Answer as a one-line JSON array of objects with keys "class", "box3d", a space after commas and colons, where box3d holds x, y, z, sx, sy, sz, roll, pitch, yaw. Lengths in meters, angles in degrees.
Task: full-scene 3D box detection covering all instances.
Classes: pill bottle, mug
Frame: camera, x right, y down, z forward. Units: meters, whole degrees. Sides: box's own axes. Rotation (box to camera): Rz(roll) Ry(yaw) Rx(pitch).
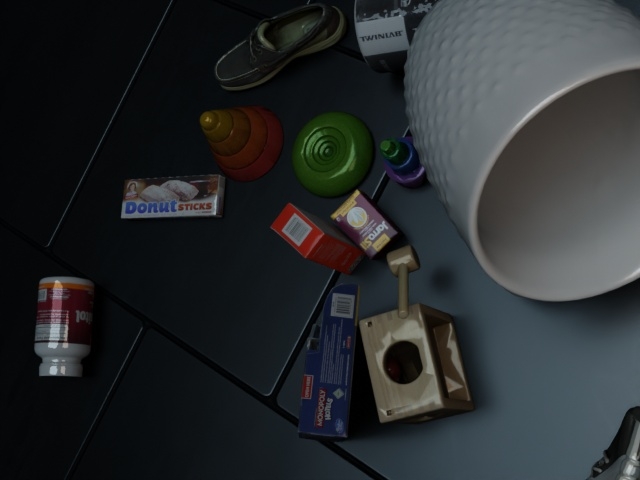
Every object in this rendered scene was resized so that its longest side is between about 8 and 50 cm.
[{"class": "pill bottle", "box3d": [-0.400, 0.136, 1.376, 0.086, 0.086, 0.152, -5, 78, 26]}, {"class": "mug", "box3d": [0.231, -0.105, 0.983, 0.276, 0.374, 0.328, -9, 39, -10]}, {"class": "pill bottle", "box3d": [0.179, -0.299, 1.156, 0.246, 0.130, 0.130, -3, 78, 26]}]

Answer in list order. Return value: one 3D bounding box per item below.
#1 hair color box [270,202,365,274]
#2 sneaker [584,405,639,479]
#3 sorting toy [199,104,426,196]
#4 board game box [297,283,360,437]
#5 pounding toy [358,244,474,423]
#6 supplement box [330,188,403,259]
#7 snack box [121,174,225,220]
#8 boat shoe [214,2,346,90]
[{"class": "hair color box", "box3d": [0.000, 0.000, 1.174, 0.072, 0.141, 0.043, 42, 99, 28]}, {"class": "sneaker", "box3d": [0.293, 0.286, 1.000, 0.132, 0.086, 0.228, 14, 86, 31]}, {"class": "sorting toy", "box3d": [-0.029, -0.139, 1.229, 0.366, 0.126, 0.127, 11, 84, 29]}, {"class": "board game box", "box3d": [0.007, 0.179, 1.121, 0.060, 0.194, 0.194, 7, 62, 0]}, {"class": "pounding toy", "box3d": [0.096, 0.115, 1.079, 0.094, 0.181, 0.206, -19, 71, 22]}, {"class": "supplement box", "box3d": [0.063, -0.021, 1.193, 0.055, 0.043, 0.083, -46, 78, 10]}, {"class": "snack box", "box3d": [-0.230, -0.066, 1.371, 0.178, 0.022, 0.064, -1, 80, 26]}, {"class": "boat shoe", "box3d": [-0.072, -0.297, 1.313, 0.224, 0.073, 0.080, -21, 70, 21]}]
